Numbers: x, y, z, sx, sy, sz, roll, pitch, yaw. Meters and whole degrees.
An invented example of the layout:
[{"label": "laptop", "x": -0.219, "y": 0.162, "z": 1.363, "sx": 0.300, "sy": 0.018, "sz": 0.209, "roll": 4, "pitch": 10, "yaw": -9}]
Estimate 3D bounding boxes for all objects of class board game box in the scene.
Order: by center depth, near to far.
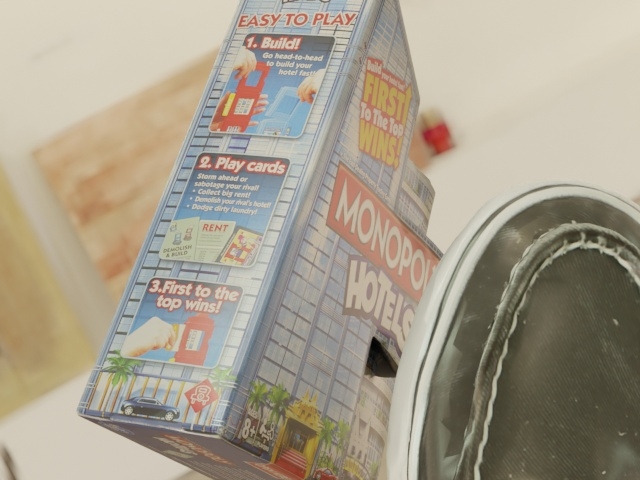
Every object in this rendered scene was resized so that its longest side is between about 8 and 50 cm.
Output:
[{"label": "board game box", "x": 0.000, "y": 0.000, "z": 0.743, "sx": 0.060, "sy": 0.194, "sz": 0.194, "roll": 6, "pitch": 75, "yaw": 26}]

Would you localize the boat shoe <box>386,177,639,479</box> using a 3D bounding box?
[{"label": "boat shoe", "x": 0.072, "y": 0.115, "z": 0.509, "sx": 0.113, "sy": 0.306, "sz": 0.105, "roll": 9, "pitch": -23, "yaw": -3}]
